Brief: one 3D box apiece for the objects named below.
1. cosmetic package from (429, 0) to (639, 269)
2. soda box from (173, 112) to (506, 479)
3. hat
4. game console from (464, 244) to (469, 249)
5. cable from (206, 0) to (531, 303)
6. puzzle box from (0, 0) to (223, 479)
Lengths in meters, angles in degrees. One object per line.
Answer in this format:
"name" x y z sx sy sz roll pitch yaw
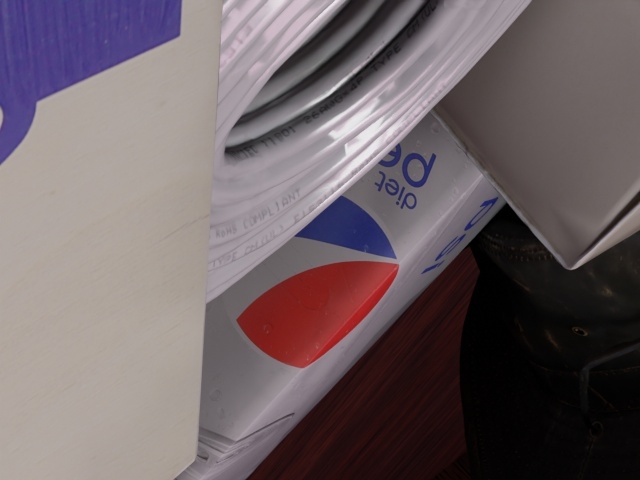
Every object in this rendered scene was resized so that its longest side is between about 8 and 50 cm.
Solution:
"cosmetic package" 0.169 -0.125 0.813 0.309 0.160 0.113 -26 162 -41
"soda box" 0.000 0.000 0.907 0.286 0.091 0.098 -48 167 21
"hat" 0.140 -0.011 0.973 0.331 0.134 0.331 -42 -154 26
"game console" 0.066 -0.033 1.052 0.122 0.071 0.107 -33 175 -43
"cable" -0.014 -0.077 0.589 0.257 0.089 0.257 -50 166 31
"puzzle box" -0.156 -0.001 0.210 0.409 0.052 0.272 -31 136 -45
